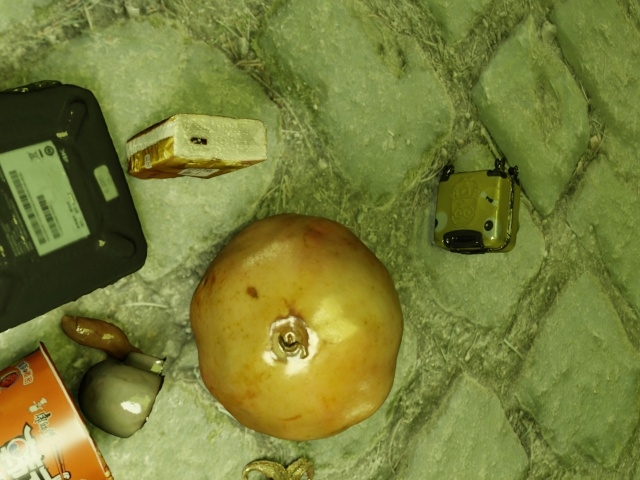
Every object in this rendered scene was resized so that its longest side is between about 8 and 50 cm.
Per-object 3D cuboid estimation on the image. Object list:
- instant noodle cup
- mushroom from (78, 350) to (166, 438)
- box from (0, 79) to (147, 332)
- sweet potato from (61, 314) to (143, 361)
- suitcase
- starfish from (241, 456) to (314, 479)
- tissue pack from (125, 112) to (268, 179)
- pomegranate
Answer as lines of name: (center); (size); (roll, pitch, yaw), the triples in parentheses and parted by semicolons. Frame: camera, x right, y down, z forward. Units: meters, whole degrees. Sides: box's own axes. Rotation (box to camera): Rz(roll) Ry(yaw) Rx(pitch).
instant noodle cup: (-0.448, 0.304, 0.920); (0.192, 0.250, 0.250); (-28, 102, -25)
mushroom: (-0.335, 0.248, 1.026); (0.117, 0.188, 0.141); (21, 73, -28)
box: (-0.461, -0.063, 0.983); (0.350, 0.091, 0.358); (-32, 110, -47)
sweet potato: (-0.367, 0.178, 1.093); (0.195, 0.056, 0.056); (39, 65, -33)
suitcase: (0.400, -0.075, 1.569); (0.143, 0.194, 0.234); (16, 77, -43)
starfish: (-0.069, 0.512, 1.275); (0.210, 0.053, 0.150); (39, 70, -28)
tissue pack: (-0.225, -0.165, 1.112); (0.184, 0.226, 0.091); (-1, 86, -36)
pomegranate: (-0.043, 0.149, 1.146); (0.412, 0.412, 0.410); (3, 84, -35)
